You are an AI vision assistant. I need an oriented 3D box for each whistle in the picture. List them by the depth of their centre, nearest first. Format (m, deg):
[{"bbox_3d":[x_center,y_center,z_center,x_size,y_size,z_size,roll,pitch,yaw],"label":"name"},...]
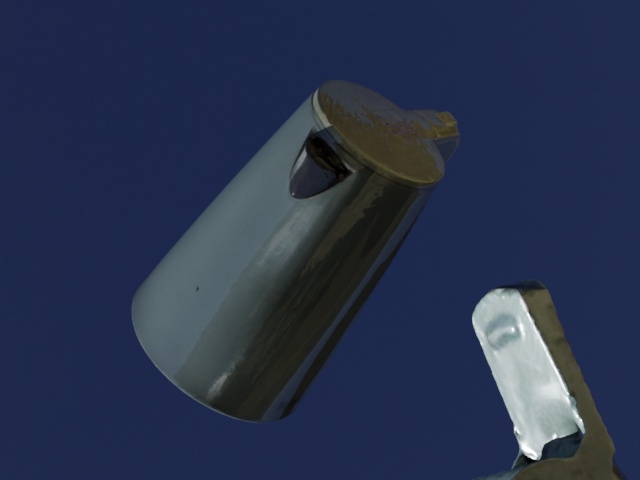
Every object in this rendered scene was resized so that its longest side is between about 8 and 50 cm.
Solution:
[{"bbox_3d":[0.230,0.248,1.521,0.188,0.168,0.405,14,-109,-13],"label":"whistle"}]

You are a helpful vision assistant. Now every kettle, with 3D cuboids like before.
[{"bbox_3d":[0.000,0.000,1.172,0.210,0.243,0.160,-6,-130,-54],"label":"kettle"}]
